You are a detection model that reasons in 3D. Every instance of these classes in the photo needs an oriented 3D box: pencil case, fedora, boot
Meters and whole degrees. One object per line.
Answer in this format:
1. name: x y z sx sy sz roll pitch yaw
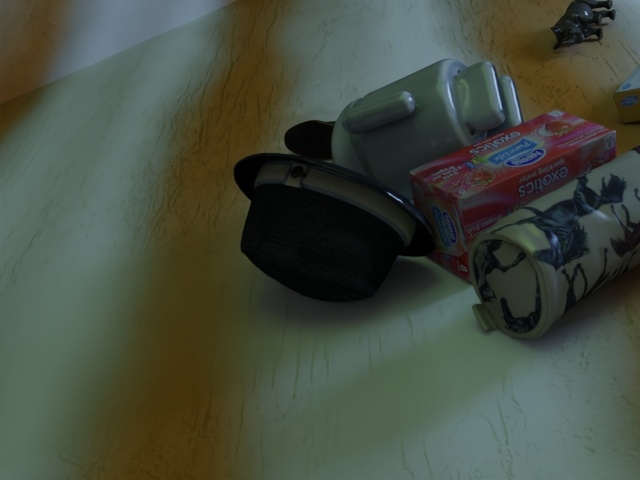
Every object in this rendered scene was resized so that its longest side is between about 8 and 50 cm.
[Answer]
1. pencil case: 0.391 -0.013 1.503 0.410 0.183 0.160 -28 59 -26
2. fedora: 0.000 0.000 1.605 0.334 0.334 0.152 11 69 38
3. boot: 0.040 -0.207 2.133 0.219 0.082 0.106 0 8 32

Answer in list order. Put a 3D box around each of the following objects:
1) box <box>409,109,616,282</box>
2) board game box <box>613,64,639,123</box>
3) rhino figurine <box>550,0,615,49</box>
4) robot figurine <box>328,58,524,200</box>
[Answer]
1. box: 0.306 -0.074 1.658 0.300 0.154 0.142 -23 30 -21
2. board game box: 0.731 -0.316 1.947 0.317 0.064 0.242 -7 25 42
3. rhino figurine: 0.585 -0.487 2.404 0.106 0.073 0.243 9 35 29
4. robot figurine: 0.164 -0.179 1.808 0.354 0.300 0.199 -22 62 32
